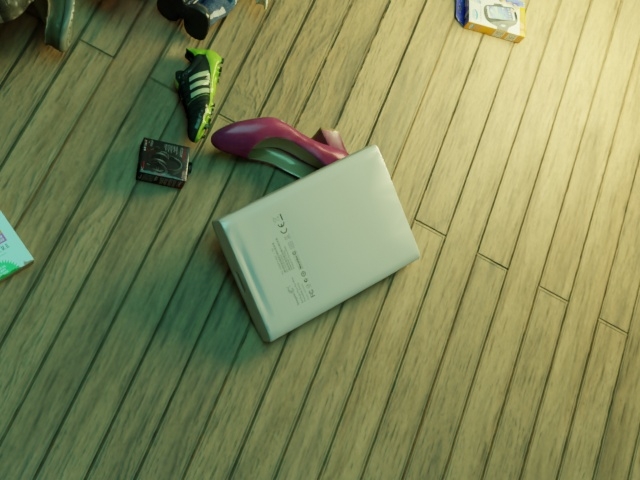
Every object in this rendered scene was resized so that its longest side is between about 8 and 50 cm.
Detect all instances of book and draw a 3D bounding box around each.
[{"bbox_3d":[-0.491,-0.003,1.570,0.096,0.035,0.144,-34,86,-26],"label":"book"}]

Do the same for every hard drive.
[{"bbox_3d":[0.000,0.000,1.726,0.307,0.040,0.203,-28,101,-29],"label":"hard drive"}]

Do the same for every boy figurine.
[{"bbox_3d":[-0.148,-0.462,1.861,0.177,0.092,0.285,38,63,-1],"label":"boy figurine"}]

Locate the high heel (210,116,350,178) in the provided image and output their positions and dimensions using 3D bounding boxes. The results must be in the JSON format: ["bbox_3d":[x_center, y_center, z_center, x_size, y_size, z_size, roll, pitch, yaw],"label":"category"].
[{"bbox_3d":[-0.056,-0.127,1.767,0.244,0.082,0.117,4,57,-34],"label":"high heel"}]

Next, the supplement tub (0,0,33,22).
[{"bbox_3d":[-0.557,-0.389,1.551,0.338,0.207,0.207,-15,75,-9],"label":"supplement tub"}]

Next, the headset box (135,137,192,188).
[{"bbox_3d":[-0.242,-0.119,1.715,0.083,0.032,0.062,12,65,-16],"label":"headset box"}]

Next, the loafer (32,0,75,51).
[{"bbox_3d":[-0.438,-0.402,1.725,0.087,0.094,0.251,-5,62,-18],"label":"loafer"}]

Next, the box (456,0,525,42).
[{"bbox_3d":[0.321,-0.427,2.072,0.136,0.028,0.081,12,65,-19],"label":"box"}]

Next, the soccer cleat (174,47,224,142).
[{"bbox_3d":[-0.203,-0.233,1.767,0.072,0.060,0.179,11,59,-7],"label":"soccer cleat"}]
